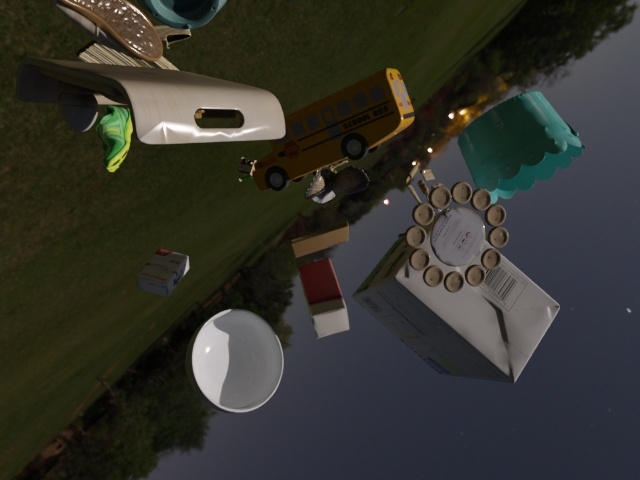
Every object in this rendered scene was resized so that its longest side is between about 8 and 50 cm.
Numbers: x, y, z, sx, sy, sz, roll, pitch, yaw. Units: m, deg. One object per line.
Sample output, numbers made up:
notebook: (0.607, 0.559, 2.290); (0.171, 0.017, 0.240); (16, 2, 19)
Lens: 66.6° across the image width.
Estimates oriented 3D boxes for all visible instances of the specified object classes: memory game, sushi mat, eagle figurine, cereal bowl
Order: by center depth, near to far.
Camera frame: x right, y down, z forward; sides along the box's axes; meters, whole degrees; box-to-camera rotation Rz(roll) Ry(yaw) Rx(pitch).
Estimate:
memory game: (0.225, -0.004, 0.804); (0.186, 0.186, 0.012); (-42, -166, -3)
sushi mat: (-0.444, -0.419, 1.249); (0.151, 0.019, 0.316); (-20, 157, 21)
cereal bowl: (-0.300, 0.408, 1.635); (0.141, 0.339, 0.339); (-32, -170, 47)
eagle figurine: (0.033, -0.240, 1.931); (0.226, 0.225, 0.298); (-50, -153, 8)

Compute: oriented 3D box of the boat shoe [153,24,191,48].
boat shoe: (-0.516, -0.659, 1.587); (0.190, 0.072, 0.068); (-25, 171, -4)

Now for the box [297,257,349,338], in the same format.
box: (0.009, 0.204, 1.739); (0.126, 0.232, 0.149); (-15, 139, -4)

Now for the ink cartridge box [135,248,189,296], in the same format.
ink cartridge box: (-0.465, 0.094, 1.442); (0.135, 0.099, 0.056); (-66, 167, -50)

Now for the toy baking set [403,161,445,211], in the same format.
toy baking set: (0.408, -0.204, 1.879); (0.256, 0.196, 0.030); (-46, 175, -45)

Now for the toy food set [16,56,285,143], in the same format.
toy food set: (-0.226, -0.175, 0.648); (0.219, 0.306, 0.092); (-16, 122, -49)

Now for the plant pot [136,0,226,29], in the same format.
plant pot: (-0.331, -0.627, 1.138); (0.293, 0.196, 0.293); (-11, 152, -6)

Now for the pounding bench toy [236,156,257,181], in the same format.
pounding bench toy: (-0.246, -0.235, 1.673); (0.052, 0.065, 0.083); (21, 88, -67)

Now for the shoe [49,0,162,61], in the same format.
shoe: (-0.357, -0.368, 0.799); (0.058, 0.219, 0.077); (3, -105, 35)

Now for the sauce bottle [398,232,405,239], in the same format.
sauce bottle: (0.372, -0.027, 1.933); (0.128, 0.042, 0.042); (-17, 180, -10)

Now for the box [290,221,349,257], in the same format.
box: (0.000, 0.000, 1.666); (0.201, 0.021, 0.164); (-18, 162, -4)

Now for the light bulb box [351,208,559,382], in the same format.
light bulb box: (0.316, 0.155, 1.242); (0.225, 0.358, 0.361); (-49, -179, -17)

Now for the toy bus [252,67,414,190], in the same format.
toy bus: (0.012, -0.205, 0.956); (0.332, 0.130, 0.108); (-18, -170, 27)

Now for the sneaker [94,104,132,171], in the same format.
sneaker: (-0.726, -0.354, 1.689); (0.109, 0.123, 0.296); (-46, -142, 40)

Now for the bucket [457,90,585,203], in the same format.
bucket: (0.507, -0.238, 1.265); (0.281, 0.183, 0.281); (-22, 165, -6)
